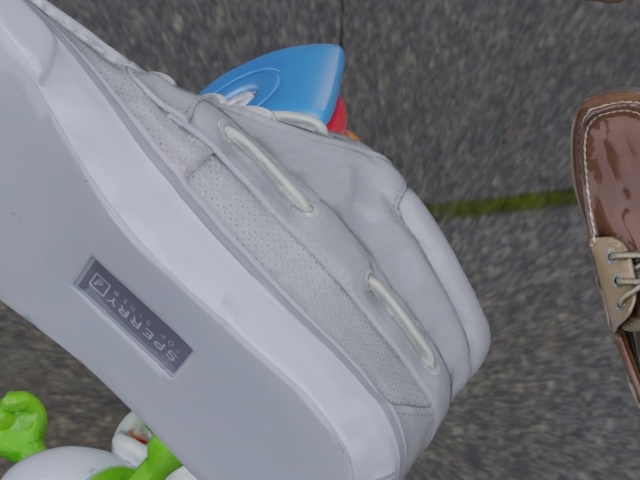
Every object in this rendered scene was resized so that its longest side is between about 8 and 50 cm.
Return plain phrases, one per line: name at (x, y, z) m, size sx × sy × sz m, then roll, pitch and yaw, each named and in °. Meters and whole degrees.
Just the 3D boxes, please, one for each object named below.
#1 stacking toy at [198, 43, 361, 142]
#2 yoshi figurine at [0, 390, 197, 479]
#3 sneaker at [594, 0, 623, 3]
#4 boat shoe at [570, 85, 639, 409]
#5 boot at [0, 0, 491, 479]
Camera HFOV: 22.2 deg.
stacking toy at (0.000, 0.000, 1.408) m, size 0.175 × 0.166 × 0.302 m, roll -22°, pitch 118°, yaw 21°
yoshi figurine at (-0.183, 0.170, 1.328) m, size 0.362 × 0.203 × 0.203 m, roll -28°, pitch 70°, yaw -37°
sneaker at (0.321, -0.311, 1.836) m, size 0.066 × 0.188 × 0.071 m, roll 53°, pitch 128°, yaw 15°
boat shoe at (0.285, 0.029, 1.341) m, size 0.123 × 0.116 × 0.324 m, roll -16°, pitch 111°, yaw 18°
boot at (-0.051, -0.018, 0.584) m, size 0.258 × 0.123 × 0.095 m, roll 48°, pitch 130°, yaw 0°
